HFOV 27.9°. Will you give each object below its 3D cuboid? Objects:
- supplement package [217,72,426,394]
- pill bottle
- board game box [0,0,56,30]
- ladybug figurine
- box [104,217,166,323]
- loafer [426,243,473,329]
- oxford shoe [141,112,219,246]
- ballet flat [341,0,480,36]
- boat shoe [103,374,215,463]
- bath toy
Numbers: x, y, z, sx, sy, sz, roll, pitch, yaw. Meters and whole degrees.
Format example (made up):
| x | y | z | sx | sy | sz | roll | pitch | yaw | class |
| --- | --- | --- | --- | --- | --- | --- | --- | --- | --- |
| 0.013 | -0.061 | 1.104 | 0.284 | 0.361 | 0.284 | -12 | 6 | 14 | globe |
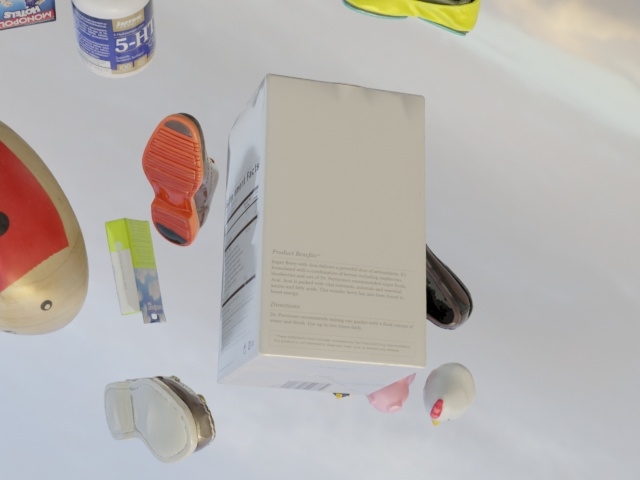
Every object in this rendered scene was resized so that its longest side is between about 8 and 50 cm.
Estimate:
| x | y | z | sx | sy | sz | roll | pitch | yaw | class |
| --- | --- | --- | --- | --- | --- | --- | --- | --- | --- |
| 0.000 | 0.000 | 1.346 | 0.178 | 0.293 | 0.175 | 7 | 163 | -16 | supplement package |
| -0.281 | -0.320 | 1.741 | 0.112 | 0.186 | 0.112 | 2 | -125 | -2 | pill bottle |
| -0.457 | -0.329 | 1.721 | 0.194 | 0.194 | 0.060 | -13 | -118 | -16 | board game box |
| -0.575 | -0.029 | 2.147 | 0.449 | 0.305 | 0.162 | 52 | -152 | 2 | ladybug figurine |
| -0.308 | 0.054 | 2.152 | 0.042 | 0.178 | 0.109 | -11 | 176 | 13 | box |
| 0.117 | 0.027 | 2.021 | 0.302 | 0.109 | 0.095 | 42 | -167 | 5 | loafer |
| -0.202 | -0.109 | 1.925 | 0.097 | 0.271 | 0.098 | 27 | -125 | 10 | oxford shoe |
| 0.136 | -0.353 | 1.844 | 0.231 | 0.077 | 0.077 | 7 | -145 | -32 | ballet flat |
| -0.213 | 0.244 | 1.814 | 0.097 | 0.116 | 0.324 | -6 | 179 | -27 | boat shoe |
| 0.115 | 0.261 | 2.423 | 0.348 | 0.151 | 0.129 | 18 | -146 | 17 | bath toy |
